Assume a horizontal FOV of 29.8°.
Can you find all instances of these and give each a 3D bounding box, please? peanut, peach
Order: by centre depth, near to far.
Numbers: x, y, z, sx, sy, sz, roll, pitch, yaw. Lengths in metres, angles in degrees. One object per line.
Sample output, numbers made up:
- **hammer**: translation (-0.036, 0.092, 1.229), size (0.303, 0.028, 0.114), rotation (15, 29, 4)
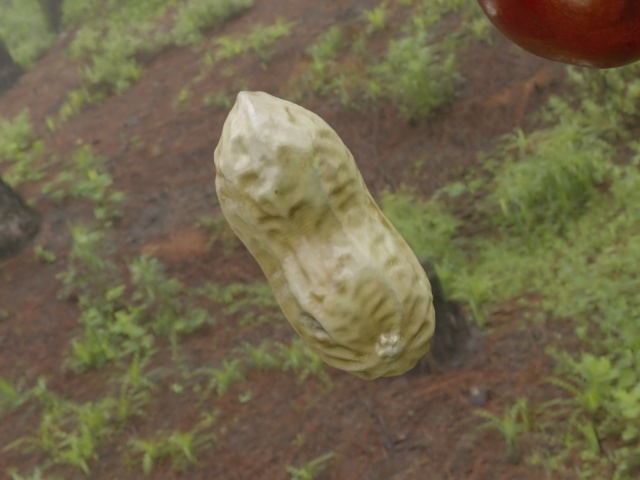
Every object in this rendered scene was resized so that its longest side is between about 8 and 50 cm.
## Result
- **peanut**: translation (0.000, 0.000, 1.130), size (0.140, 0.325, 0.153), rotation (-24, 30, 16)
- **peach**: translation (0.246, -0.271, 1.161), size (0.199, 0.243, 0.243), rotation (-31, 17, 13)
